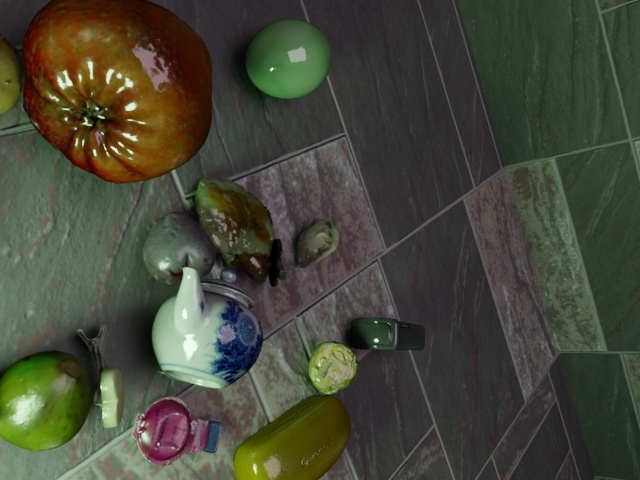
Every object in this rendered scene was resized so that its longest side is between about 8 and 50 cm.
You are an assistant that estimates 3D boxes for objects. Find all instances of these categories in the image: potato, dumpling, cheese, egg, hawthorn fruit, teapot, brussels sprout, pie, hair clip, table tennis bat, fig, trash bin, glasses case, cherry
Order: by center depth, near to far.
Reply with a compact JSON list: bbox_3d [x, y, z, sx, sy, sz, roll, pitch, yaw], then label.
[{"bbox_3d":[-0.526,0.300,1.149,0.181,0.191,0.181,34,26,-19],"label":"fig"},{"bbox_3d":[-0.653,-0.327,1.156,0.137,0.137,0.175,-15,96,-47],"label":"potato"},{"bbox_3d":[-0.451,0.287,1.257,0.071,0.159,0.218,-14,64,-13],"label":"hair clip"},{"bbox_3d":[-0.403,-0.330,1.266,0.403,0.403,0.402,11,75,-45],"label":"hawthorn fruit"},{"bbox_3d":[-0.252,0.192,1.397,0.424,0.253,0.279,70,31,-61],"label":"teapot"},{"bbox_3d":[-0.334,0.450,1.403,0.244,0.062,0.155,26,66,-43],"label":"cheese"},{"bbox_3d":[-0.340,0.024,1.415,0.176,0.140,0.176,11,56,-17],"label":"cherry"},{"bbox_3d":[-0.226,-0.047,1.594,0.274,0.106,0.257,39,42,-39],"label":"pie"},{"bbox_3d":[-0.118,0.067,1.611,0.019,0.220,0.130,6,101,-13],"label":"table tennis bat"},{"bbox_3d":[-0.056,0.563,1.620,0.371,0.141,0.173,-22,100,-46],"label":"glasses case"},{"bbox_3d":[-0.092,-0.520,1.719,0.270,0.220,0.220,-26,102,-35],"label":"egg"},{"bbox_3d":[0.029,0.373,1.764,0.152,0.122,0.149,-17,81,-20],"label":"brussels sprout"},{"bbox_3d":[0.000,0.000,1.791,0.118,0.136,0.199,37,47,-28],"label":"dumpling"},{"bbox_3d":[0.212,0.307,1.928,0.236,0.177,0.101,16,71,-47],"label":"trash bin"}]
